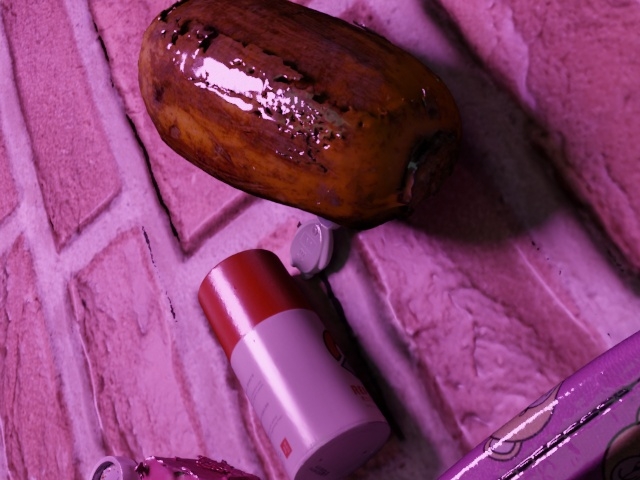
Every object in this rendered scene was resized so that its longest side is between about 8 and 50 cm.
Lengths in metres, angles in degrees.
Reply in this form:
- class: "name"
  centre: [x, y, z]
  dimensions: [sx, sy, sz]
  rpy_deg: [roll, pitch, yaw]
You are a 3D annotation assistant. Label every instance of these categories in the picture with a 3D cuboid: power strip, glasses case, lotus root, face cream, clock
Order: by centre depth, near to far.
- class: "glasses case"
  centre: [0.168, 0.151, 0.506]
  dimensions: [0.316, 0.123, 0.076]
  rpy_deg: [-43, 55, 18]
- class: "face cream"
  centre: [-0.031, 0.112, 0.683]
  dimensions: [0.096, 0.096, 0.214]
  rpy_deg: [-47, 54, 16]
- class: "lotus root"
  centre: [-0.040, -0.134, 0.706]
  dimensions: [0.397, 0.196, 0.179]
  rpy_deg: [29, 130, 33]
- class: "power strip"
  centre: [0.000, 0.000, 0.741]
  dimensions: [0.055, 0.035, 0.083]
  rpy_deg: [47, 119, 36]
- class: "clock"
  centre: [-0.212, 0.291, 0.799]
  dimensions: [0.129, 0.041, 0.087]
  rpy_deg: [14, 81, 44]

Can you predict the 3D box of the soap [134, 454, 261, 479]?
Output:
- class: "soap"
  centre: [-0.116, 0.323, 0.681]
  dimensions: [0.162, 0.099, 0.250]
  rpy_deg: [-26, 63, 28]
